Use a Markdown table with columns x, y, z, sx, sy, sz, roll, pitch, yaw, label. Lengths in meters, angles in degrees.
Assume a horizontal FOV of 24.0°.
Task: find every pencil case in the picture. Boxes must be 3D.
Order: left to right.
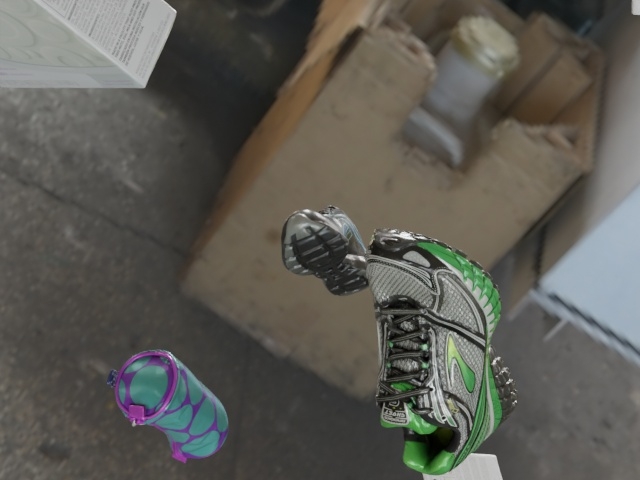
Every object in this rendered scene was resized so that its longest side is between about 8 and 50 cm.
| x | y | z | sx | sy | sz | roll | pitch | yaw | label |
| --- | --- | --- | --- | --- | --- | --- | --- | --- | --- |
| -0.133 | 0.150 | 1.354 | 0.064 | 0.070 | 0.152 | 22 | -14 | 24 | pencil case |

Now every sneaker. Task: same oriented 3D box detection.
| x | y | z | sx | sy | sz | roll | pitch | yaw | label |
| --- | --- | --- | --- | --- | --- | --- | --- | --- | --- |
| 0.000 | 0.000 | 2.206 | 0.267 | 0.101 | 0.106 | 45 | 25 | -64 | sneaker |
| 0.120 | 0.126 | 1.626 | 0.134 | 0.343 | 0.146 | 13 | 50 | 37 | sneaker |

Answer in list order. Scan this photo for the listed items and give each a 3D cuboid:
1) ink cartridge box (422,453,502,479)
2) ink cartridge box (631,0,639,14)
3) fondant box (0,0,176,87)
| x | y | z | sx | sy | sz | roll | pitch | yaw | label |
| --- | --- | --- | --- | --- | --- | --- | --- | --- | --- |
| 0.198 | 0.371 | 2.112 | 0.179 | 0.045 | 0.145 | 10 | 56 | -43 | ink cartridge box |
| 0.437 | -0.416 | 1.755 | 0.114 | 0.273 | 0.198 | 7 | 30 | 18 | ink cartridge box |
| -0.336 | -0.267 | 1.447 | 0.330 | 0.238 | 0.096 | 39 | 66 | -43 | fondant box |
